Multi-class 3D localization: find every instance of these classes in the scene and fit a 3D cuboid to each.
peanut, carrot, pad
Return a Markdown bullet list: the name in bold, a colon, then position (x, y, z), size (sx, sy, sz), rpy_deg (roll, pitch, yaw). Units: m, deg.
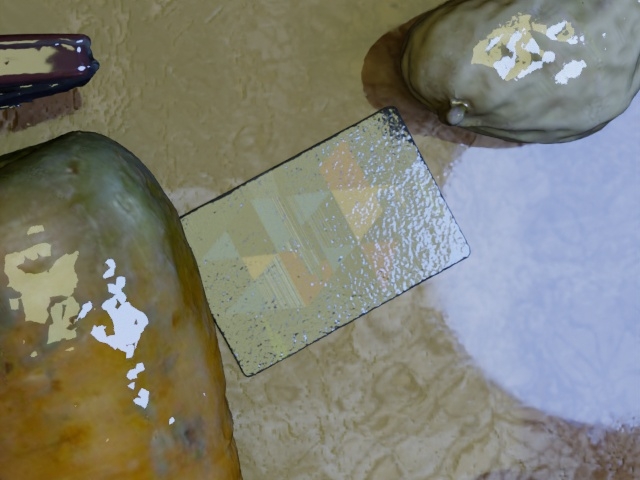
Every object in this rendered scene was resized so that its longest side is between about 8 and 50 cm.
- **peanut**: position (0.201, -0.169, 1.303), size (0.291, 0.143, 0.159), rpy_deg (-37, 127, -12)
- **carrot**: position (-0.174, 0.102, 1.204), size (0.224, 0.224, 0.341), rpy_deg (-21, 99, -8)
- **pad**: position (0.000, 0.000, 1.338), size (0.211, 0.003, 0.143), rpy_deg (-29, 96, -8)

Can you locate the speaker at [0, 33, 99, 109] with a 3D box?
- **speaker**: position (-0.311, -0.087, 1.134), size (0.259, 0.329, 0.198), rpy_deg (22, 88, -16)
